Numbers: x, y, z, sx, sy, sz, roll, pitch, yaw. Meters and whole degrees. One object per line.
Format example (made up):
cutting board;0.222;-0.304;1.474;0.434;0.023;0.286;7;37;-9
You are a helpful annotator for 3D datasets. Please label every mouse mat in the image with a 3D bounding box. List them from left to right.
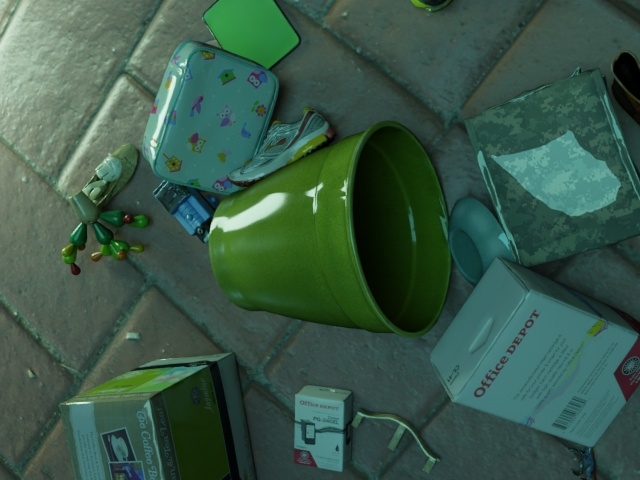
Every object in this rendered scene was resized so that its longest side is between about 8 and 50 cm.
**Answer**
mouse mat;-0.143;-0.432;1.474;0.152;0.007;0.190;-35;82;21

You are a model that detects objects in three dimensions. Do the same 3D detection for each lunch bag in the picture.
lunch bag;-0.211;-0.232;1.419;0.108;0.224;0.279;43;116;51
lunch bag;0.398;-0.123;1.219;0.235;0.169;0.287;-19;94;23

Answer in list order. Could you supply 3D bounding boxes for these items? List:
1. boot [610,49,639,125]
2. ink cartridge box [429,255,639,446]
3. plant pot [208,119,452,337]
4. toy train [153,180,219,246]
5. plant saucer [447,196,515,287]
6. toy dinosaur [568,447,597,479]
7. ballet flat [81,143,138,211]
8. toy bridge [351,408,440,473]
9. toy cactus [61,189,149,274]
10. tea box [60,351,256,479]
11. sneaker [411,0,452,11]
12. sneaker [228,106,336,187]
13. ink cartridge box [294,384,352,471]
boot;0.550;-0.181;1.092;0.096;0.280;0.264;-40;82;20
ink cartridge box;0.374;0.189;1.205;0.306;0.131;0.226;23;108;-21
plant pot;0.000;0.000;1.311;0.353;0.366;0.366;-8;93;33
toy train;-0.259;-0.061;1.508;0.080;0.105;0.184;-44;80;20
plant saucer;0.271;0.020;1.278;0.037;0.195;0.195;-22;88;-15
toy dinosaur;0.488;0.397;1.326;0.090;0.047;0.082;22;96;-17
ballet flat;-0.480;-0.129;1.605;0.073;0.067;0.206;42;108;13
toy bridge;0.156;0.389;1.446;0.188;0.026;0.063;29;104;15
toy cactus;-0.493;-0.022;1.585;0.219;0.112;0.180;-22;112;18
tea box;-0.312;0.432;1.470;0.220;0.323;0.329;-9;93;22
sneaker;0.149;-0.539;1.253;0.111;0.121;0.300;-33;102;12
sneaker;-0.085;-0.179;1.419;0.225;0.088;0.093;-33;88;-4
ink cartridge box;0.006;0.383;1.482;0.109;0.063;0.150;4;98;21
